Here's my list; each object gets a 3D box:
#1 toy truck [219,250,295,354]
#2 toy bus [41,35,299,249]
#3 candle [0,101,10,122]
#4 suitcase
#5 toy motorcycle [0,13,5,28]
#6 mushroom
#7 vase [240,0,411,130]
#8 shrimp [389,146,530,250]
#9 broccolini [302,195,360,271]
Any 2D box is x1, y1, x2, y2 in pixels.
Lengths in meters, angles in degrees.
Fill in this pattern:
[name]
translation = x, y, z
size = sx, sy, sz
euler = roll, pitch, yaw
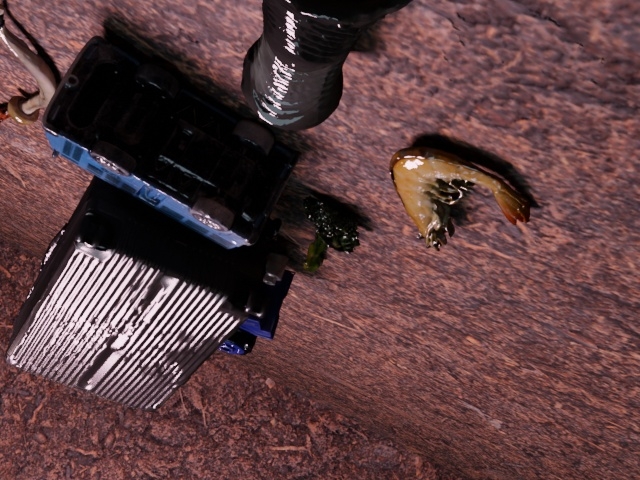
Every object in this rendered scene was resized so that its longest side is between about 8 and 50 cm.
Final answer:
[toy truck]
translation = -0.152, 0.057, 1.224
size = 0.213, 0.161, 0.177
euler = 16, 158, 4
[toy bus]
translation = -0.157, -0.091, 0.871
size = 0.234, 0.116, 0.133
euler = 30, 167, -14
[candle]
translation = -0.468, -0.185, 1.253
size = 0.167, 0.021, 0.026
euler = 4, 131, 56
[suitcase]
translation = -0.227, 0.066, 1.042
size = 0.229, 0.152, 0.335
euler = 25, 136, -20
[toy motorcycle]
translation = -0.373, -0.280, 0.673
size = 0.173, 0.108, 0.307
euler = 27, 162, 22
[mushroom]
translation = -0.348, -0.193, 1.018
size = 0.068, 0.043, 0.306
euler = 6, 168, -17
[vase]
translation = -0.003, -0.139, 0.524
size = 0.115, 0.115, 0.237
euler = 29, 168, -2
[shrimp]
translation = 0.127, -0.029, 0.757
size = 0.124, 0.034, 0.178
euler = 13, 154, 23
[broccolini]
translation = 0.008, -0.002, 1.047
size = 0.057, 0.071, 0.254
euler = -14, 171, -5
